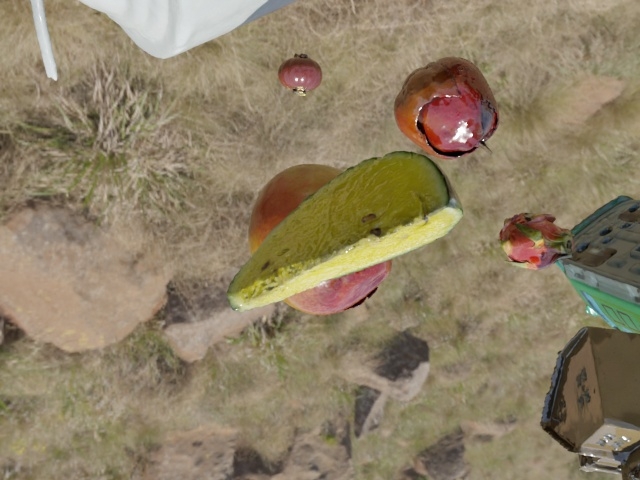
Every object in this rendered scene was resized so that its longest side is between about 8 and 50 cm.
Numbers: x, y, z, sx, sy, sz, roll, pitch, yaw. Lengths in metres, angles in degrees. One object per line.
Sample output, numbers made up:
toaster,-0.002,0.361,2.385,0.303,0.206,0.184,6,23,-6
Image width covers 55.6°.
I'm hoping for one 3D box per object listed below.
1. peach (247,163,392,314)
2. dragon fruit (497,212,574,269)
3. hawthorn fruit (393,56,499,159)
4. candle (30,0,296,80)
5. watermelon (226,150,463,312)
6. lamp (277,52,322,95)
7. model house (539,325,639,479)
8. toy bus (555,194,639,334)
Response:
peach,0.000,0.000,0.936,0.231,0.230,0.231,-13,148,-8
dragon fruit,0.300,0.001,0.835,0.086,0.081,0.116,12,178,-39
hawthorn fruit,0.195,-0.188,0.906,0.148,0.172,0.148,-33,168,-8
candle,-0.095,-0.286,0.508,0.343,0.221,0.221,-34,156,-26
watermelon,0.018,-0.016,0.433,0.182,0.075,0.092,-27,168,32
lamp,-0.046,-0.372,1.362,0.101,0.090,0.101,3,-179,0
model house,0.339,0.234,0.671,0.181,0.176,0.248,8,143,4
toy bus,0.511,0.065,0.857,0.184,0.343,0.199,-37,103,-1
